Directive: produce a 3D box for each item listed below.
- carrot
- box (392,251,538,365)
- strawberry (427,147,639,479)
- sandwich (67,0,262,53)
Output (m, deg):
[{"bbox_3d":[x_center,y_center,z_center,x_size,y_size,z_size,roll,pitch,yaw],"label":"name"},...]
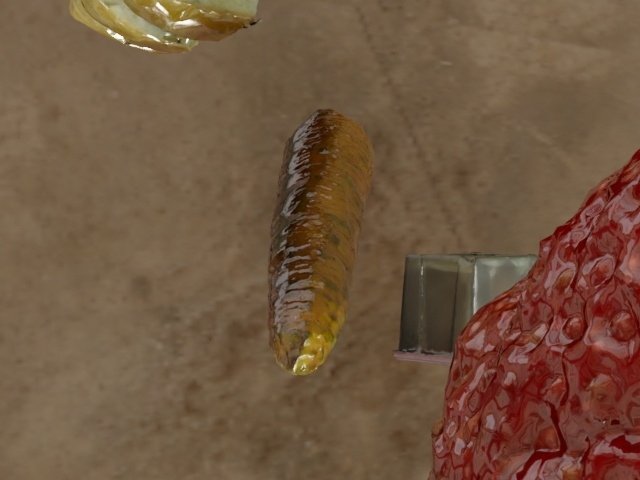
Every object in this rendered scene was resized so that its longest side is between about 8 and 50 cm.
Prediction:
[{"bbox_3d":[0.000,0.000,1.043,0.066,0.314,0.066,1,117,2],"label":"carrot"},{"bbox_3d":[0.087,0.038,0.955,0.060,0.084,0.063,4,94,38],"label":"box"},{"bbox_3d":[0.161,0.052,0.487,0.276,0.257,0.257,-12,83,12],"label":"strawberry"},{"bbox_3d":[-0.041,-0.247,1.194,0.099,0.288,0.254,-11,72,58],"label":"sandwich"}]
